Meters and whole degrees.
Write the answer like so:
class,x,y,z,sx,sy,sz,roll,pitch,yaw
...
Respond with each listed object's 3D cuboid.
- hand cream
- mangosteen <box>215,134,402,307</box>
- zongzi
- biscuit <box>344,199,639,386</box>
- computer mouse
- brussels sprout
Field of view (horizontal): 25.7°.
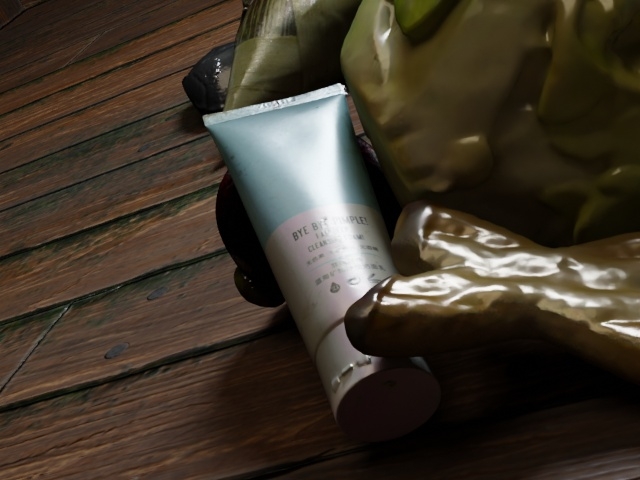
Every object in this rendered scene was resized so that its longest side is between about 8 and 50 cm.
class,x,y,z,sx,sy,sz,roll,pitch,yaw
hand cream,0.000,0.000,0.956,0.111,0.070,0.312,-14,43,-5
mangosteen,-0.010,-0.013,1.092,0.152,0.152,0.152,-24,20,9
zongzi,0.034,-0.237,1.627,0.289,0.154,0.317,-12,44,28
biscuit,0.132,0.031,0.830,0.208,0.047,0.164,7,33,16
computer mouse,-0.122,-0.217,1.824,0.122,0.073,0.217,-27,18,2
brussels sprout,0.172,-0.151,0.999,0.344,0.268,0.344,-25,27,14
